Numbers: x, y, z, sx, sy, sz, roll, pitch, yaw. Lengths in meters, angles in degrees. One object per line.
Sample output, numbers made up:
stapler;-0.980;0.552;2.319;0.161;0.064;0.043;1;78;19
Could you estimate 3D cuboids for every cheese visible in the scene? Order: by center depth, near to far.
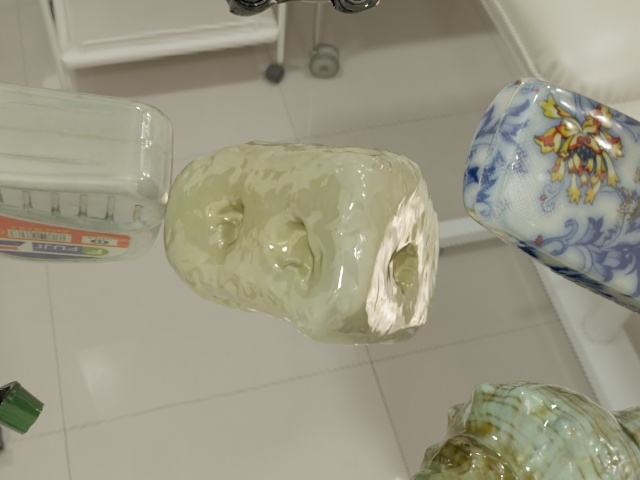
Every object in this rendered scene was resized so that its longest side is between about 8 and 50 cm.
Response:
cheese;0.001;-0.002;0.784;0.251;0.247;0.174;7;87;37

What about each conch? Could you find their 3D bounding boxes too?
conch;0.220;0.220;0.770;0.385;0.203;0.170;11;70;-28

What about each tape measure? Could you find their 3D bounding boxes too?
tape measure;-0.288;-0.068;0.873;0.258;0.265;0.130;3;69;-16

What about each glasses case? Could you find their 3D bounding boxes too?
glasses case;0.177;-0.005;0.453;0.247;0.065;0.087;23;84;-30

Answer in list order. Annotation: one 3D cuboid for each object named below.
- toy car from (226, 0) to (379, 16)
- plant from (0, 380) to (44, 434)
toy car;-0.023;-0.403;1.242;0.301;0.118;0.193;-3;25;-6
plant;-0.355;0.169;0.925;0.102;0.051;0.051;36;55;-16
